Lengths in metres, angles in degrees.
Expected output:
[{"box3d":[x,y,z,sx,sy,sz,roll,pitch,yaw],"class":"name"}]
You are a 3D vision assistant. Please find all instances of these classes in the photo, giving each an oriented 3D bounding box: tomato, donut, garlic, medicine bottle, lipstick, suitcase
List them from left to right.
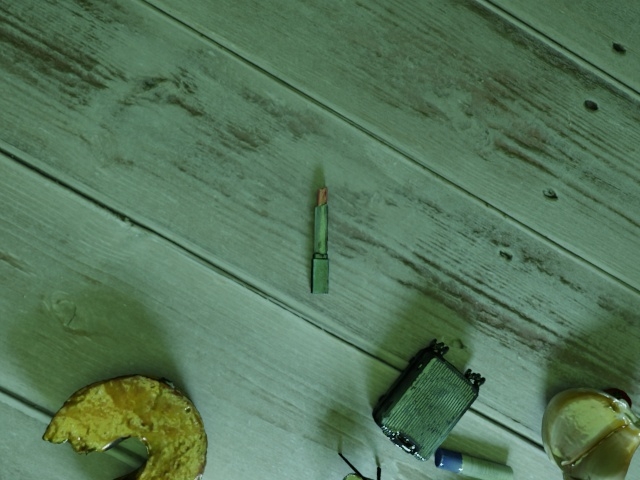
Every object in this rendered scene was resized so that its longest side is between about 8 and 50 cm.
[{"box3d":[-0.485,0.561,1.424,0.377,0.163,0.436,-23,88,-8],"class":"donut"},{"box3d":[0.000,0.000,1.558,0.051,0.051,0.313,1,85,-6],"class":"lipstick"},{"box3d":[0.310,0.463,1.533,0.202,0.128,0.312,40,84,-4],"class":"suitcase"},{"box3d":[0.458,0.677,1.576,0.230,0.059,0.059,17,86,-5],"class":"medicine bottle"},{"box3d":[0.790,0.597,1.538,0.313,0.249,0.286,-45,109,-4],"class":"garlic"},{"box3d":[0.908,0.501,1.627,0.087,0.087,0.075,-7,116,-7],"class":"tomato"}]

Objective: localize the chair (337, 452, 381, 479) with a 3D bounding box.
[{"box3d":[0.118,0.720,1.442,0.172,0.247,0.159,19,85,-4],"class":"chair"}]
